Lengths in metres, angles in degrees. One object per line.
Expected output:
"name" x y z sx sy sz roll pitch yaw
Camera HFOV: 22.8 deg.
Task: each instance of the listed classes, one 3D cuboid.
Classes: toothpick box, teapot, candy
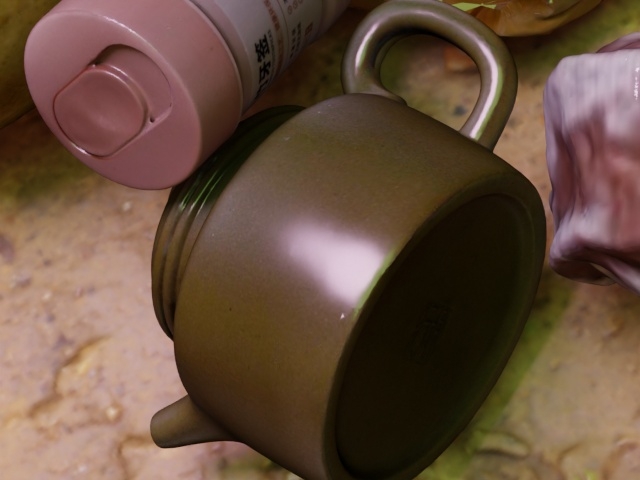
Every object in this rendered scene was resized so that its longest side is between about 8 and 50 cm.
"toothpick box" -0.059 -0.105 0.762 0.098 0.098 0.149 29 48 12
"teapot" 0.000 0.000 0.797 0.175 0.185 0.268 29 93 28
"candy" 0.247 -0.020 0.755 0.289 0.214 0.157 5 80 -9

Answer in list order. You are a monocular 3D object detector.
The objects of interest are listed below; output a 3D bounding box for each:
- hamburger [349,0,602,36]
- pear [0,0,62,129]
"hamburger" 0.075 -0.260 0.867 0.318 0.158 0.319 -2 75 7
"pear" -0.236 -0.187 0.818 0.303 0.304 0.304 -2 76 6
